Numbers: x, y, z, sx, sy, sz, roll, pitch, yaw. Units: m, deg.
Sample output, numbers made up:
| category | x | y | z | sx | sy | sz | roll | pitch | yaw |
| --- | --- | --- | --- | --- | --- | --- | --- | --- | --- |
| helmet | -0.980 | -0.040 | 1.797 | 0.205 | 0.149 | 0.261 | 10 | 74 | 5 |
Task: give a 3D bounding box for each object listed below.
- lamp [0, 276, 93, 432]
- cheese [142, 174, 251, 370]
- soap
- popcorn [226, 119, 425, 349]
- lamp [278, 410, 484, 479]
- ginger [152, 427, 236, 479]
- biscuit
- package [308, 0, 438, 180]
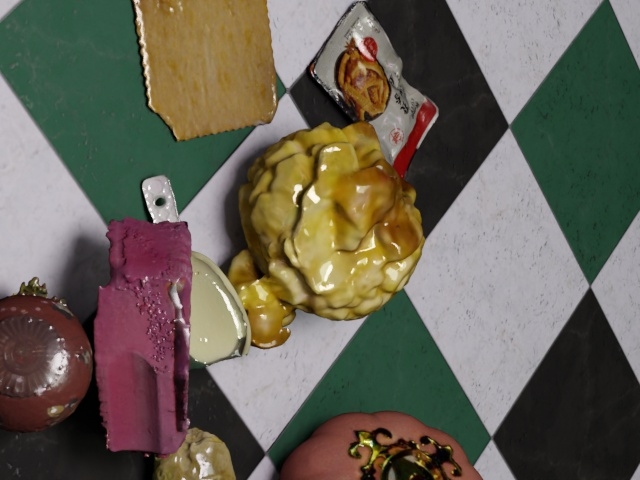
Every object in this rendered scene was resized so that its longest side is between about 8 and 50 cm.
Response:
| category | x | y | z | sx | sy | sz | roll | pitch | yaw |
| --- | --- | --- | --- | --- | --- | --- | --- | --- | --- |
| lamp | -0.336 | 0.142 | 1.803 | 0.157 | 0.135 | 0.156 | -36 | 82 | -14 |
| cheese | -0.174 | 0.040 | 1.994 | 0.127 | 0.054 | 0.251 | -16 | 93 | -4 |
| soap | -0.206 | 0.137 | 1.884 | 0.182 | 0.112 | 0.289 | -89 | -178 | -54 |
| popcorn | 0.000 | 0.000 | 2.087 | 0.265 | 0.225 | 0.332 | 28 | 94 | -31 |
| lamp | 0.081 | 0.384 | 2.158 | 0.305 | 0.239 | 0.305 | 10 | 51 | -12 |
| ginger | -0.163 | 0.370 | 2.001 | 0.116 | 0.109 | 0.263 | 9 | 86 | -49 |
| biscuit | -0.146 | -0.255 | 2.054 | 0.232 | 0.013 | 0.237 | -16 | 103 | -44 |
| package | 0.082 | -0.214 | 2.278 | 0.239 | 0.030 | 0.154 | 51 | 56 | -33 |
